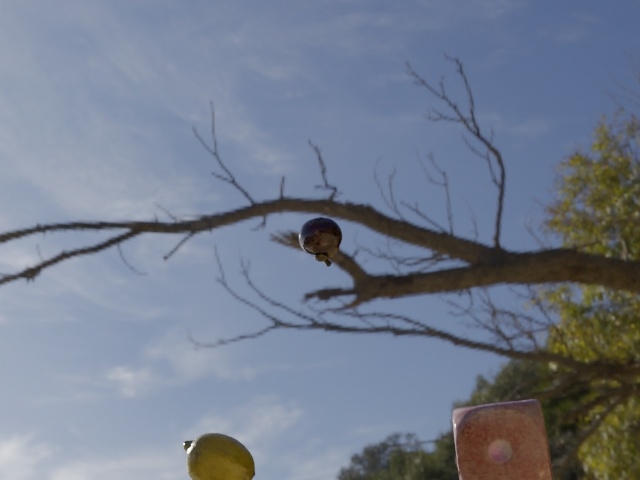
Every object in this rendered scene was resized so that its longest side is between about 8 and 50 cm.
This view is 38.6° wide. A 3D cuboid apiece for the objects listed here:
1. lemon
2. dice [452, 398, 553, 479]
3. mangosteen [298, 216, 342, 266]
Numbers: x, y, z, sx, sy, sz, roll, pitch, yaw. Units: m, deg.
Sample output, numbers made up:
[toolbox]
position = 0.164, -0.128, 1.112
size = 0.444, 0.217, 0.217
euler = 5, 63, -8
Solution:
[lemon]
position = -0.145, 0.312, 1.279
size = 0.110, 0.082, 0.082
euler = 24, -36, 2
[dice]
position = 0.184, 0.211, 0.924
size = 0.094, 0.093, 0.091
euler = -8, -11, 13
[mangosteen]
position = -0.001, -0.003, 1.645
size = 0.080, 0.081, 0.081
euler = -3, -33, -2
